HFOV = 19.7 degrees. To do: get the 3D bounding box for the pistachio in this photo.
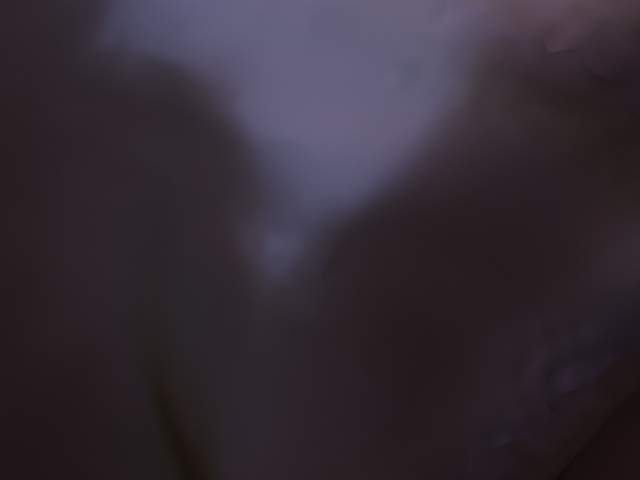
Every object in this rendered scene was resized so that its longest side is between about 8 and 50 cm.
[{"bbox_3d":[-0.014,-0.037,0.515,0.445,0.281,0.365,24,80,52],"label":"pistachio"}]
